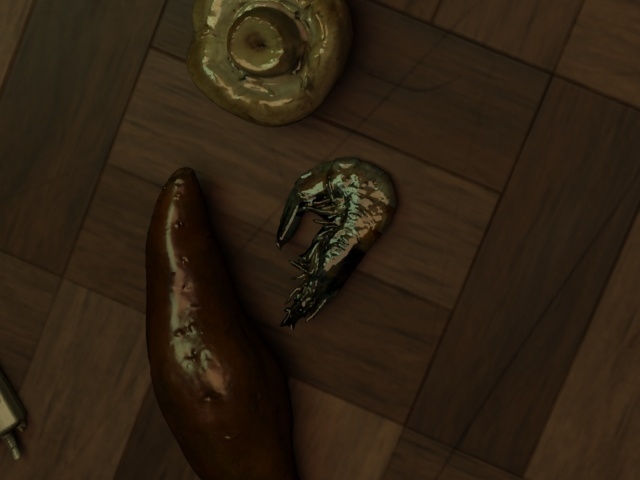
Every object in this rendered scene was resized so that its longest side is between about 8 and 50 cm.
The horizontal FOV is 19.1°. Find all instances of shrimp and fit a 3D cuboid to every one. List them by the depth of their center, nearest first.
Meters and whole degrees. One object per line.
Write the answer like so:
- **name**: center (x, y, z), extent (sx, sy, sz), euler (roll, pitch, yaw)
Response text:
- **shrimp**: center (0.000, 0.000, 1.646), extent (0.091, 0.034, 0.161), euler (33, 95, 16)

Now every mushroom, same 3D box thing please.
- **mushroom**: center (-0.043, -0.168, 1.588), extent (0.148, 0.112, 0.148), euler (3, 107, 9)

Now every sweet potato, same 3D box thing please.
- **sweet potato**: center (-0.088, 0.120, 1.637), extent (0.112, 0.112, 0.359), euler (-22, 96, 12)

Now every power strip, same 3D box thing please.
- **power strip**: center (-0.319, 0.114, 1.714), extent (0.048, 0.030, 0.191), euler (-29, 91, 13)
